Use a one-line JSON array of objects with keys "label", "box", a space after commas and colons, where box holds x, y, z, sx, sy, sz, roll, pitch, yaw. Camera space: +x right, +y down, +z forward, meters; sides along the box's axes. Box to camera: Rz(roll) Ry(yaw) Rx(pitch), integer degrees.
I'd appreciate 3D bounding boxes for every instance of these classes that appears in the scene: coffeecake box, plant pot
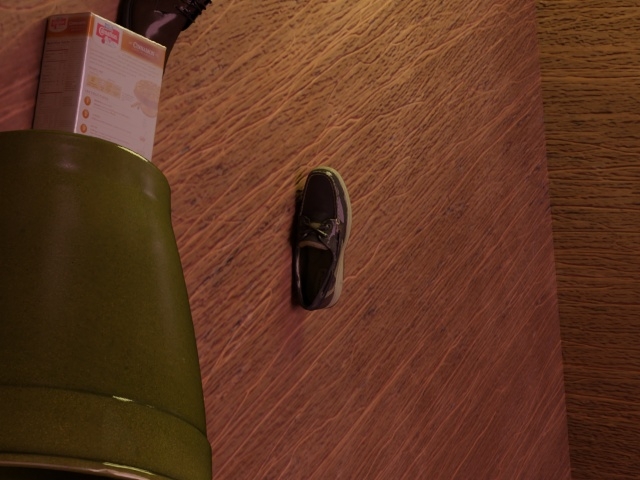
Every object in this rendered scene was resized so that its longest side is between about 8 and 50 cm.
[{"label": "coffeecake box", "box": [-0.256, -0.153, 1.744, 0.142, 0.068, 0.185, 19, 75, -56]}, {"label": "plant pot", "box": [-0.273, 0.094, 1.472, 0.366, 0.367, 0.353, 45, 42, -58]}]

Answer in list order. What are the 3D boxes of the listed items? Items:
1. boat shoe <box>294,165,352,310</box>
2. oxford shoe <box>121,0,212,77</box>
[{"label": "boat shoe", "box": [-0.001, 0.001, 2.314, 0.073, 0.080, 0.223, -26, 120, -68]}, {"label": "oxford shoe", "box": [-0.185, -0.291, 1.869, 0.083, 0.096, 0.227, 39, 59, -62]}]
